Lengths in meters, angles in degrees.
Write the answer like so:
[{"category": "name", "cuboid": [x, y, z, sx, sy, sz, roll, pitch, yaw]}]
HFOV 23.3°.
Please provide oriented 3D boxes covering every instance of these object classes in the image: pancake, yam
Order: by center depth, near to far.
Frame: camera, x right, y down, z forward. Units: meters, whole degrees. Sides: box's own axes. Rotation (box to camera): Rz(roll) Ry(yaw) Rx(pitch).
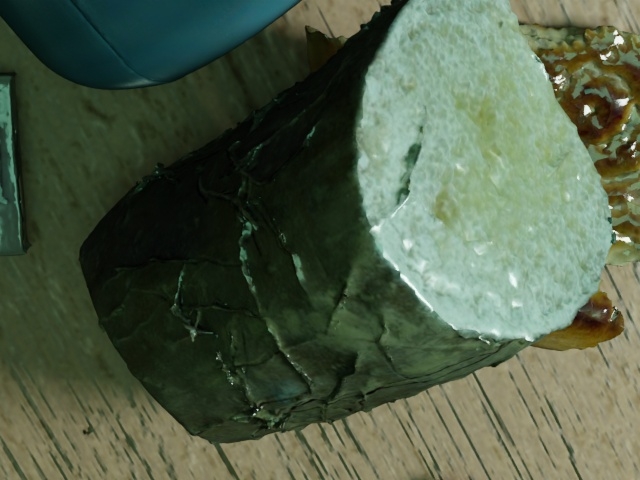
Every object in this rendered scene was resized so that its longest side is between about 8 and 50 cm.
[{"category": "yam", "cuboid": [-0.001, 0.005, 0.880, 0.271, 0.201, 0.202, -23, 104, 47]}, {"category": "pancake", "cuboid": [0.112, -0.032, 0.976, 0.257, 0.056, 0.212, 3, 104, -3]}]

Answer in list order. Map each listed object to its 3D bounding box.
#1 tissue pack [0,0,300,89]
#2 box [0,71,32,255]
[{"category": "tissue pack", "cuboid": [-0.125, -0.228, 0.838, 0.206, 0.198, 0.287, -22, 111, 36]}, {"category": "box", "cuboid": [-0.274, -0.045, 0.968, 0.177, 0.036, 0.115, -2, 104, -2]}]
